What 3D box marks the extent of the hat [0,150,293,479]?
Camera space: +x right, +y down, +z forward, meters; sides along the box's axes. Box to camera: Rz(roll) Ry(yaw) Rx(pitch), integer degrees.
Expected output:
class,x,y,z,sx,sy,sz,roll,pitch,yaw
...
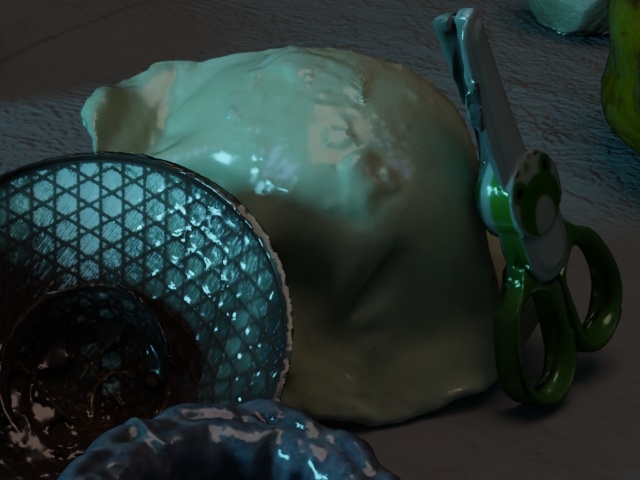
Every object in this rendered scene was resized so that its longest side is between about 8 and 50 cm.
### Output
class,x,y,z,sx,sy,sz,roll,pitch,yaw
hat,-0.102,0.061,0.767,0.193,0.082,0.193,-3,61,5

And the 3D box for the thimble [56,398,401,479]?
class,x,y,z,sx,sy,sz,roll,pitch,yaw
thimble,-0.030,0.131,0.615,0.150,0.098,0.150,6,26,-3

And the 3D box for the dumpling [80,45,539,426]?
class,x,y,z,sx,sy,sz,roll,pitch,yaw
dumpling,0.000,0.000,0.858,0.258,0.147,0.193,16,53,-14

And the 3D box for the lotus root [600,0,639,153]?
class,x,y,z,sx,sy,sz,roll,pitch,yaw
lotus root,0.269,-0.133,1.121,0.188,0.199,0.180,11,21,21

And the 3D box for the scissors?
class,x,y,z,sx,sy,sz,roll,pitch,yaw
scissors,0.097,-0.021,0.838,0.027,0.204,0.101,2,33,39

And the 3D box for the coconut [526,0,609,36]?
class,x,y,z,sx,sy,sz,roll,pitch,yaw
coconut,0.211,-0.218,1.398,0.124,0.110,0.110,-1,27,-23
